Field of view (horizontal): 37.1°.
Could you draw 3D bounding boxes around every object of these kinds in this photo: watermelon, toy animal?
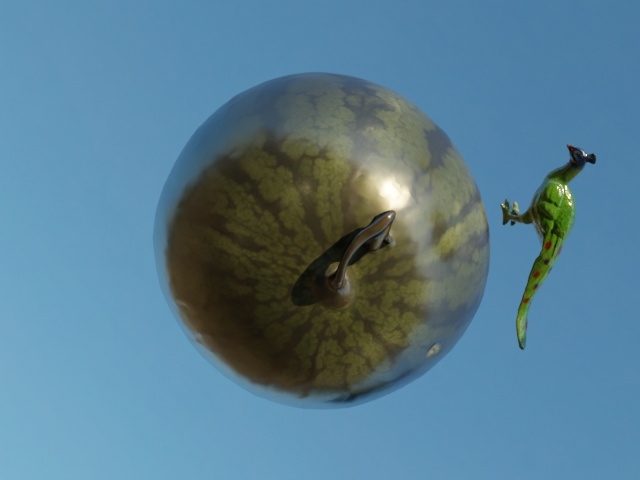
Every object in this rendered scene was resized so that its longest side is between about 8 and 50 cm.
[{"bbox_3d":[0.000,0.000,0.797,0.279,0.359,0.278,-1,-81,-4],"label":"watermelon"},{"bbox_3d":[0.214,0.001,0.980,0.075,0.041,0.216,28,-71,35],"label":"toy animal"}]
